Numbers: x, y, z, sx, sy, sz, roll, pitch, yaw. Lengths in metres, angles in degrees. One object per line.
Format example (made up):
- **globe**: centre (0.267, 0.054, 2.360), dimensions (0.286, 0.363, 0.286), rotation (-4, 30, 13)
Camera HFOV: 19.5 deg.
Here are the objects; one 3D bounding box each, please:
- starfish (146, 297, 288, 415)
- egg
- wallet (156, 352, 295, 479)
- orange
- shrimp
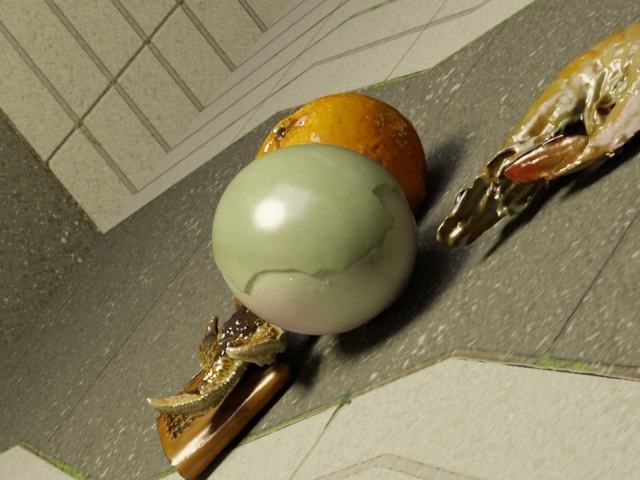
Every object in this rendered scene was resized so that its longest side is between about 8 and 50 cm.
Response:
- **starfish**: centre (-0.082, 0.101, 1.863), dimensions (0.216, 0.071, 0.238), rotation (-49, 8, -8)
- **egg**: centre (0.000, 0.000, 1.738), dimensions (0.183, 0.183, 0.217), rotation (-50, 20, -9)
- **wallet**: centre (-0.104, 0.163, 1.914), dimensions (0.161, 0.042, 0.195), rotation (-48, 13, 0)
- **orange**: centre (0.016, -0.069, 1.937), dimensions (0.193, 0.161, 0.193), rotation (-32, 18, 12)
- **shrimp**: centre (0.214, -0.084, 1.584), dimensions (0.287, 0.063, 0.152), rotation (-45, 25, 8)
